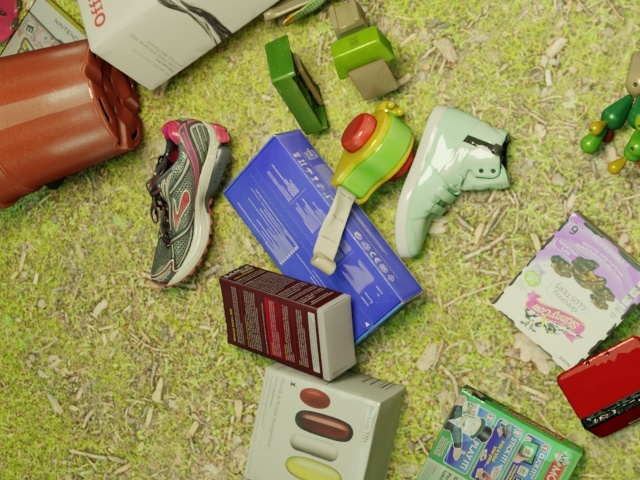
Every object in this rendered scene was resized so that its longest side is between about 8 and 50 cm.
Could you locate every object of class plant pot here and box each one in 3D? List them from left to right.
[{"bbox_3d":[-0.468,-0.219,1.740,0.265,0.272,0.272,-15,87,12],"label":"plant pot"}]

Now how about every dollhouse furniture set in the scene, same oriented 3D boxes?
[{"bbox_3d":[0.014,-0.363,1.685,0.198,0.151,0.301,-20,56,13],"label":"dollhouse furniture set"}]

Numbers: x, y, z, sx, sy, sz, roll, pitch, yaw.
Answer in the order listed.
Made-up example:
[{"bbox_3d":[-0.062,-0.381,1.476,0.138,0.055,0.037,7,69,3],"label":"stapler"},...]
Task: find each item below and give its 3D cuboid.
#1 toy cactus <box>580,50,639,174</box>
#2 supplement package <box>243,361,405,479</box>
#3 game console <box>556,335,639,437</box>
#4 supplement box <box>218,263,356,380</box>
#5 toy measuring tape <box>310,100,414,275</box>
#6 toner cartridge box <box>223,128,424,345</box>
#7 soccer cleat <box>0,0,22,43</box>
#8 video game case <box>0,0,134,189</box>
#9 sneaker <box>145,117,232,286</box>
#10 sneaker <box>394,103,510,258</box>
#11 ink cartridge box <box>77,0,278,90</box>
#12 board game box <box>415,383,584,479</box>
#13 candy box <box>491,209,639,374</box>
[{"bbox_3d":[0.486,-0.199,1.494,0.219,0.112,0.180,-35,38,54],"label":"toy cactus"},{"bbox_3d":[0.008,0.317,1.672,0.203,0.149,0.194,13,97,20],"label":"supplement package"},{"bbox_3d":[0.455,0.226,1.540,0.144,0.124,0.085,-32,56,19],"label":"game console"},{"bbox_3d":[-0.057,0.131,1.669,0.240,0.073,0.130,15,120,39],"label":"supplement box"},{"bbox_3d":[0.074,-0.100,1.580,0.122,0.121,0.330,9,56,19],"label":"toy measuring tape"},{"bbox_3d":[0.000,0.000,1.678,0.347,0.075,0.165,53,127,10],"label":"toner cartridge box"},{"bbox_3d":[-0.660,-0.516,1.910,0.143,0.116,0.331,-16,82,30],"label":"soccer cleat"},{"bbox_3d":[-0.510,-0.279,1.895,0.248,0.035,0.275,42,105,13],"label":"video game case"},{"bbox_3d":[-0.252,-0.067,1.749,0.121,0.112,0.299,25,103,54],"label":"sneaker"},{"bbox_3d":[0.215,-0.075,1.609,0.151,0.094,0.255,20,99,18],"label":"sneaker"},{"bbox_3d":[-0.213,-0.481,1.664,0.395,0.166,0.285,-32,58,19],"label":"ink cartridge box"},{"bbox_3d":[0.258,0.424,1.641,0.214,0.046,0.317,28,101,16],"label":"board game box"},{"bbox_3d":[0.393,0.080,1.563,0.165,0.070,0.196,42,105,13],"label":"candy box"}]
